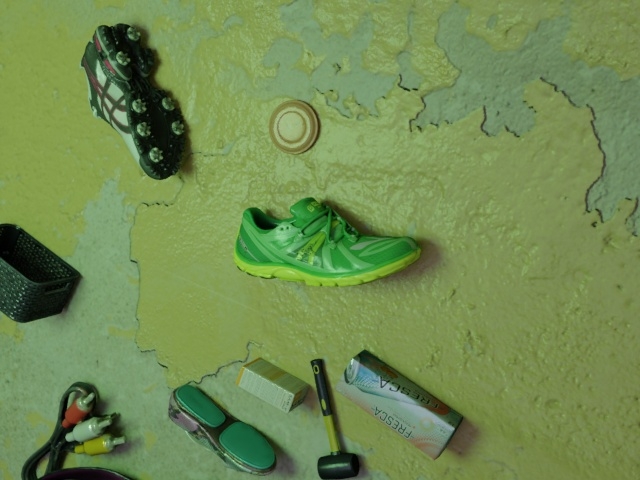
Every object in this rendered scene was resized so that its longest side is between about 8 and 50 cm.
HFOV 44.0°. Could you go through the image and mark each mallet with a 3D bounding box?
[{"bbox_3d":[0.004,0.282,1.240,0.062,0.039,0.190,-21,84,20],"label":"mallet"}]

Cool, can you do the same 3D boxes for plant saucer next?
[{"bbox_3d":[-0.042,-0.174,1.217,0.083,0.013,0.083,3,97,21],"label":"plant saucer"}]

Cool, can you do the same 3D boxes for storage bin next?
[{"bbox_3d":[-0.534,0.054,1.386,0.180,0.122,0.084,35,107,16],"label":"storage bin"}]

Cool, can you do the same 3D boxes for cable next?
[{"bbox_3d":[-0.469,0.358,1.419,0.287,0.072,0.139,-35,87,22],"label":"cable"}]

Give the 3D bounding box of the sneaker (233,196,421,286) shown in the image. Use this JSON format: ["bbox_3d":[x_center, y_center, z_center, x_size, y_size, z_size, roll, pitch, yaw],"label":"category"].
[{"bbox_3d":[0.000,0.000,1.167,0.295,0.109,0.124,4,101,22],"label":"sneaker"}]

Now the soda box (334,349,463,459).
[{"bbox_3d":[0.116,0.241,1.174,0.183,0.058,0.063,32,107,15],"label":"soda box"}]

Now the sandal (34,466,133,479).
[{"bbox_3d":[-0.390,0.442,1.353,0.445,0.167,0.107,-12,97,14],"label":"sandal"}]

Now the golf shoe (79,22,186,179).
[{"bbox_3d":[-0.307,-0.214,1.289,0.120,0.105,0.273,-28,79,38],"label":"golf shoe"}]

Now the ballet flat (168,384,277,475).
[{"bbox_3d":[-0.163,0.324,1.298,0.221,0.077,0.079,32,125,21],"label":"ballet flat"}]

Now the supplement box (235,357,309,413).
[{"bbox_3d":[-0.075,0.228,1.249,0.098,0.062,0.036,26,104,19],"label":"supplement box"}]
